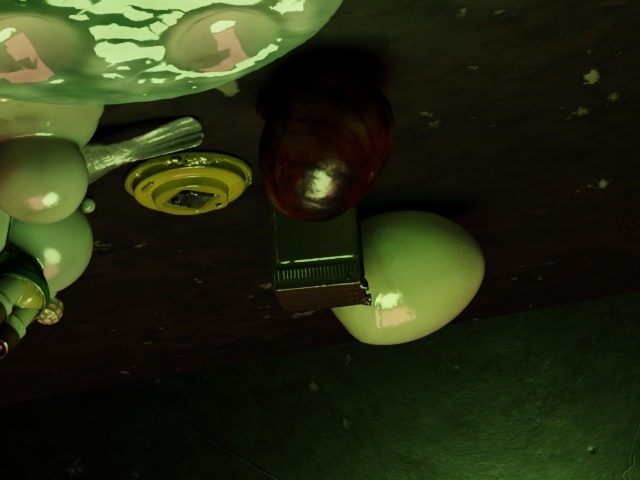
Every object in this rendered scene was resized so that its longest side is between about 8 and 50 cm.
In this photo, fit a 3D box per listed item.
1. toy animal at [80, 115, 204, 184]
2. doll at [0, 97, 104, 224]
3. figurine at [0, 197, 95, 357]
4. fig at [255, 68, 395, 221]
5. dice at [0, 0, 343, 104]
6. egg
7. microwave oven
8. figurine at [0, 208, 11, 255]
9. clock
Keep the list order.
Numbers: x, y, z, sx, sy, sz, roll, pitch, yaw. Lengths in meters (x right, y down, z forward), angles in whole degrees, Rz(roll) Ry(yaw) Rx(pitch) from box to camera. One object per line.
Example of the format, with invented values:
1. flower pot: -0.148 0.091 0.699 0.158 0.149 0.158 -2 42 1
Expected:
1. toy animal: -0.383 -0.118 1.493 0.366 0.081 0.206 -12 -166 19
2. doll: -0.393 -0.135 1.289 0.221 0.221 0.251 -7 153 -1
3. figurine: -0.500 0.041 1.644 0.167 0.370 0.281 -8 123 15
4. fig: 0.001 -0.144 1.430 0.214 0.235 0.235 39 145 -13
5. dice: -0.161 -0.308 0.652 0.348 0.331 0.328 -7 158 -17
6. egg: 0.179 0.071 2.039 0.344 0.283 0.283 -18 163 -6
7. microwave oven: -0.002 0.000 1.806 0.178 0.248 0.188 -6 161 6
8. figurine: -0.651 -0.065 1.420 0.339 0.232 0.324 4 143 -2
9. clock: -0.236 -0.091 1.733 0.236 0.057 0.237 -6 160 -2
